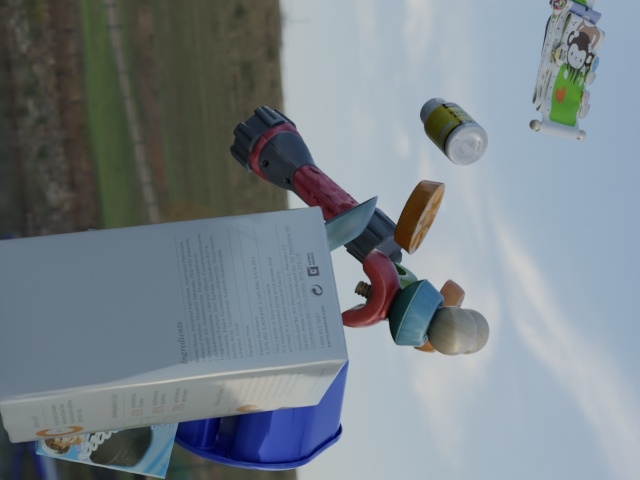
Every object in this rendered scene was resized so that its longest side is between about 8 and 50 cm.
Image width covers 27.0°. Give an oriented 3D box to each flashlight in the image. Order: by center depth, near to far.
[{"bbox_3d":[-0.003,-0.076,1.962,0.304,0.103,0.103,42,-47,28],"label":"flashlight"}]

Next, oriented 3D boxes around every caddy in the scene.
[{"bbox_3d":[-0.096,0.260,2.096,0.341,0.241,0.179,-18,120,-66],"label":"caddy"}]

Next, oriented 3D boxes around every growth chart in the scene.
[{"bbox_3d":[0.358,-0.257,1.907,0.021,0.172,0.237,19,-72,39],"label":"growth chart"}]

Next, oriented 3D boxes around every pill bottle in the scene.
[{"bbox_3d":[0.185,-0.158,1.894,0.116,0.065,0.065,-126,-151,-53],"label":"pill bottle"}]

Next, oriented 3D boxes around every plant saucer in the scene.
[{"bbox_3d":[0.000,0.000,1.791,0.037,0.195,0.195,61,-8,-1],"label":"plant saucer"}]

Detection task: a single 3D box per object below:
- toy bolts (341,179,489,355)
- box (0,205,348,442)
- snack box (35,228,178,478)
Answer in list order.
[{"bbox_3d":[0.146,0.056,1.663,0.218,0.158,0.228,-68,166,17],"label":"toy bolts"},{"bbox_3d":[-0.166,0.093,1.401,0.215,0.345,0.168,115,-33,-69],"label":"box"},{"bbox_3d":[-0.275,0.160,1.885,0.060,0.187,0.322,-157,-100,-78],"label":"snack box"}]
